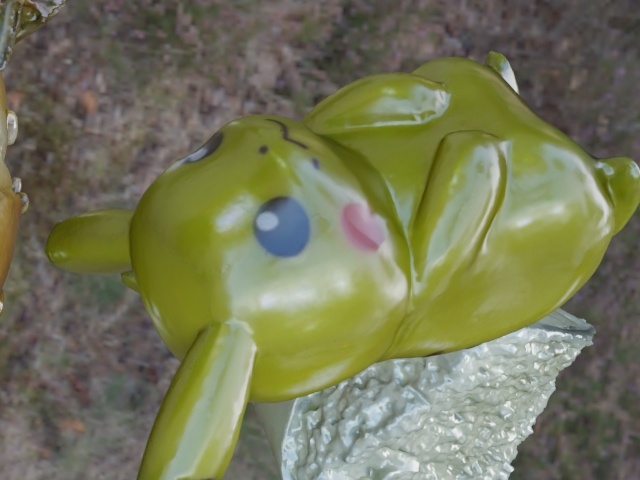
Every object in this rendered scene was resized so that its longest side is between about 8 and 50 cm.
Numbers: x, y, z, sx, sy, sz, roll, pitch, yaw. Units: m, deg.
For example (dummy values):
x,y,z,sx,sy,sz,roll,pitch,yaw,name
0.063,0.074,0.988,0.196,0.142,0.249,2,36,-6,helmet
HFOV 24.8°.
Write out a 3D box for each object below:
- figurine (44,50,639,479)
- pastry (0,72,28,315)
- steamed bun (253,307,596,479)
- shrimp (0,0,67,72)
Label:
x,y,z,sx,sy,sz,roll,pitch,yaw,name
0.007,-0.002,0.819,0.326,0.218,0.169,-13,129,-30,figurine
-0.377,-0.031,1.064,0.245,0.409,0.410,19,83,-57,pastry
0.096,0.112,1.275,0.272,0.273,0.290,-37,152,11,steamed bun
-0.187,-0.093,0.630,0.061,0.267,0.145,64,0,15,shrimp
